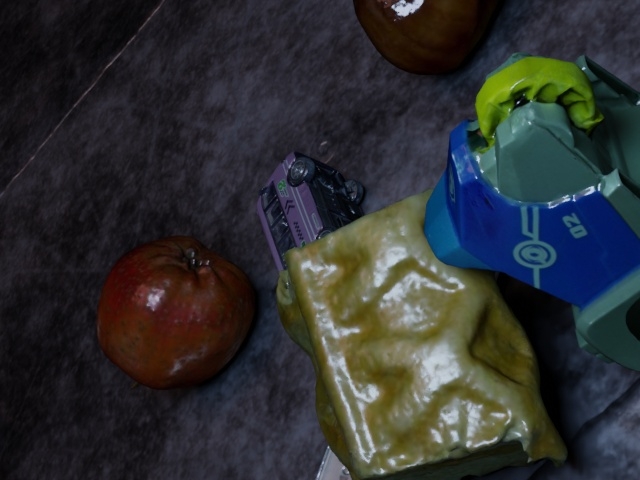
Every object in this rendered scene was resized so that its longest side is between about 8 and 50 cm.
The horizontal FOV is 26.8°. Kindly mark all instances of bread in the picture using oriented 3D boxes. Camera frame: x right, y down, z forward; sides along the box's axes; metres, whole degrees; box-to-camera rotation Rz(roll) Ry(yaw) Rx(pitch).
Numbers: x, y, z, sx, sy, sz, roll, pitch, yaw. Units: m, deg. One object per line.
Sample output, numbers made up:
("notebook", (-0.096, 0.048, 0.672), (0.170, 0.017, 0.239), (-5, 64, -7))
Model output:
("bread", (0.084, 0.102, 1.201), (0.238, 0.196, 0.252), (-19, 75, 23))

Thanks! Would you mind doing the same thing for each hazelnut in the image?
("hazelnut", (0.113, -0.285, 1.484), (0.178, 0.178, 0.204), (-3, 74, 47))

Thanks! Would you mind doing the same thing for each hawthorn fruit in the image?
("hawthorn fruit", (-0.178, 0.100, 1.575), (0.179, 0.179, 0.200), (47, 121, 50))

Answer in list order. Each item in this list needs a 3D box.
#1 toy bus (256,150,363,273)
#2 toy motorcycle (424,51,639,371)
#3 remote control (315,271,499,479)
("toy bus", (0.000, 0.000, 1.493), (0.108, 0.096, 0.199), (-46, 43, 25))
("toy motorcycle", (0.205, -0.028, 1.095), (0.200, 0.326, 0.191), (-34, 45, 33))
("remote control", (0.091, 0.147, 1.334), (0.109, 0.055, 0.313), (12, 73, 32))
